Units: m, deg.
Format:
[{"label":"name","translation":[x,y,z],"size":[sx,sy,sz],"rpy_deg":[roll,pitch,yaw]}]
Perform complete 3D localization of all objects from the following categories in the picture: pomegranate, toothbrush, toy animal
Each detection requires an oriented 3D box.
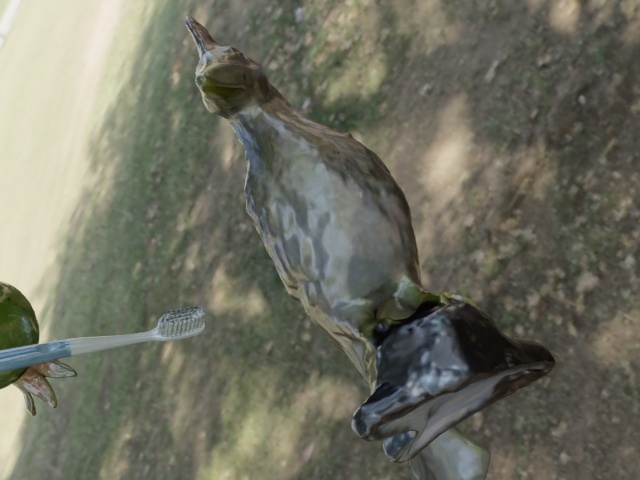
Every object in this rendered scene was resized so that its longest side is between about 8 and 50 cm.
[{"label":"pomegranate","translation":[-0.376,0.124,1.218],"size":[0.152,0.191,0.131],"rpy_deg":[-6,56,48]},{"label":"toothbrush","translation":[-0.219,0.087,0.825],"size":[0.019,0.276,0.025],"rpy_deg":[60,147,35]},{"label":"toy animal","translation":[0.004,0.002,0.362],"size":[0.070,0.202,0.105],"rpy_deg":[-32,-9,-12]}]
